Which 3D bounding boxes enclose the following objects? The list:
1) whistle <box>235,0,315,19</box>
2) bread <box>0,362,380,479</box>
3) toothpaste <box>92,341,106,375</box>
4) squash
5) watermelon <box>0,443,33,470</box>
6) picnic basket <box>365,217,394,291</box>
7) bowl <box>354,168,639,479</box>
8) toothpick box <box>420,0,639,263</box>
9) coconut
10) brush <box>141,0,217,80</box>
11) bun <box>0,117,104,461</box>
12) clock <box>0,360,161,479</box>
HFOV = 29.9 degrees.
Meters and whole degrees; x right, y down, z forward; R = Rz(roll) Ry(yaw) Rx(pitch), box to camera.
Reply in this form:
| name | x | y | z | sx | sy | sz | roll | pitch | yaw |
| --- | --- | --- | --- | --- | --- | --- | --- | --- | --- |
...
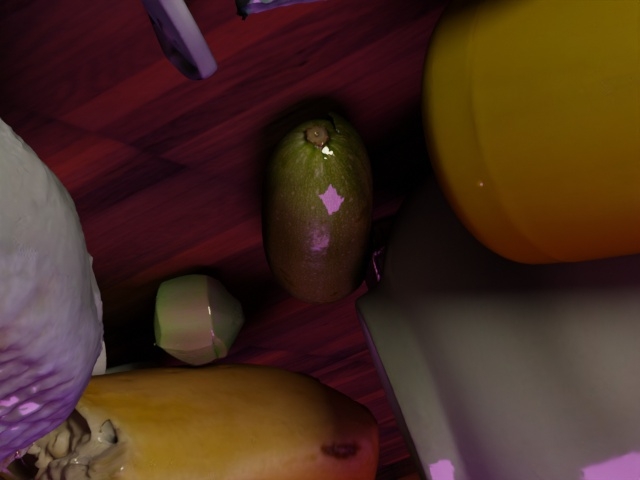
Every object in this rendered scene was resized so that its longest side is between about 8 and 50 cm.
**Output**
| name | x | y | z | sx | sy | sz | roll | pitch | yaw |
| --- | --- | --- | --- | --- | --- | --- | --- | --- | --- |
| whistle | 0.104 | -0.169 | 0.578 | 0.312 | 0.062 | 0.062 | -15 | 162 | -11 |
| bread | -0.130 | 0.280 | 1.120 | 0.394 | 0.361 | 0.250 | -2 | -160 | -44 |
| toothpaste | -0.289 | 0.109 | 1.068 | 0.193 | 0.045 | 0.071 | -3 | 148 | -27 |
| squash | 0.000 | 0.000 | 0.932 | 0.094 | 0.094 | 0.341 | -16 | 163 | -6 |
| watermelon | -0.257 | 0.134 | 0.881 | 0.094 | 0.081 | 0.180 | -39 | 168 | -28 |
| picnic basket | 0.105 | 0.030 | 1.146 | 0.115 | 0.079 | 0.164 | -17 | 163 | -5 |
| bowl | 0.141 | 0.092 | 0.905 | 0.185 | 0.354 | 0.354 | -21 | 163 | -2 |
| toothpick box | 0.205 | -0.083 | 0.633 | 0.271 | 0.175 | 0.175 | -7 | 174 | 42 |
| coconut | -0.108 | 0.070 | 1.063 | 0.081 | 0.083 | 0.082 | -10 | -177 | -3 |
| brush | -0.069 | -0.146 | 0.500 | 0.060 | 0.068 | 0.297 | -39 | 167 | -5 |
| bun | -0.274 | 0.026 | 0.575 | 0.354 | 0.194 | 0.354 | -15 | 160 | -6 |
| clock | -0.286 | 0.241 | 1.351 | 0.265 | 0.108 | 0.324 | -17 | 163 | -9 |
